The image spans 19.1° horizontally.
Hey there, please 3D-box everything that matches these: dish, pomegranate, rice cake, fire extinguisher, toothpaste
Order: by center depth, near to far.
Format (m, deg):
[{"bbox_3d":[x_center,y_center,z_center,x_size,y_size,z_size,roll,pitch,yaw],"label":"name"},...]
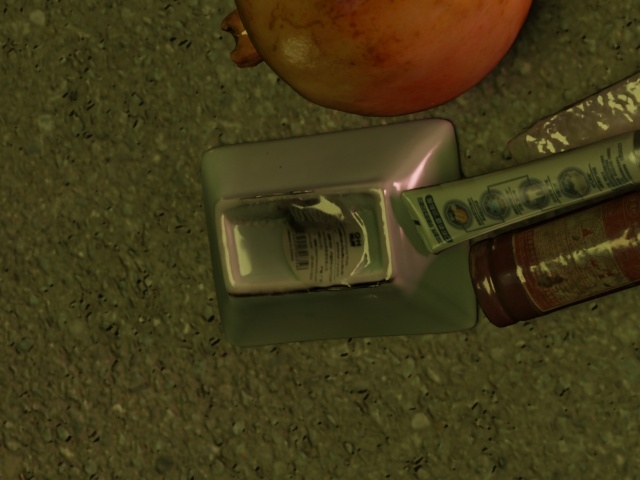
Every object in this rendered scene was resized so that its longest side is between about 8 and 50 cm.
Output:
[{"bbox_3d":[0.326,-0.133,1.448,0.399,0.064,0.070,-24,95,26],"label":"rice cake"},{"bbox_3d":[0.236,0.002,1.483,0.252,0.106,0.075,-18,88,26],"label":"fire extinguisher"},{"bbox_3d":[0.170,-0.042,1.485,0.239,0.039,0.062,-17,111,33],"label":"toothpaste"},{"bbox_3d":[0.031,-0.216,1.488,0.270,0.229,0.252,-24,85,31],"label":"pomegranate"},{"bbox_3d":[0.000,0.000,1.611,0.243,0.080,0.181,-6,93,25],"label":"dish"}]
